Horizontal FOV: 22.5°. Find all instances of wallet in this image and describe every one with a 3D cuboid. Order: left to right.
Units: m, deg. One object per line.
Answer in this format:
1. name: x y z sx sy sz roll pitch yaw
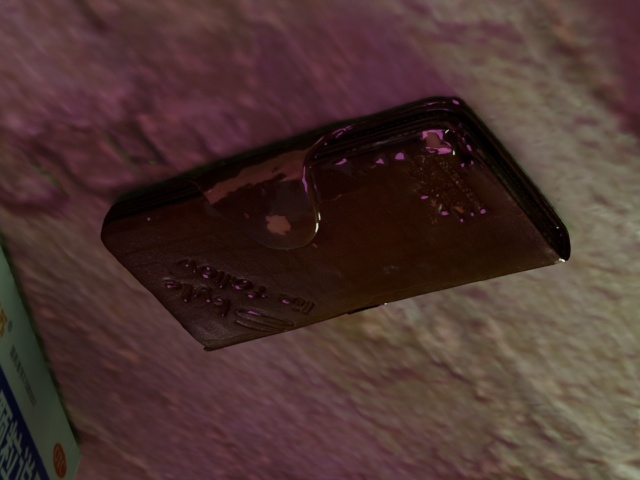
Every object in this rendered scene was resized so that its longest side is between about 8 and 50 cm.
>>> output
1. wallet: 0.000 0.000 0.632 0.176 0.026 0.095 -14 134 33

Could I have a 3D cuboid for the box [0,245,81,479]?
1. box: -0.208 0.164 0.690 0.106 0.299 0.200 6 144 9
